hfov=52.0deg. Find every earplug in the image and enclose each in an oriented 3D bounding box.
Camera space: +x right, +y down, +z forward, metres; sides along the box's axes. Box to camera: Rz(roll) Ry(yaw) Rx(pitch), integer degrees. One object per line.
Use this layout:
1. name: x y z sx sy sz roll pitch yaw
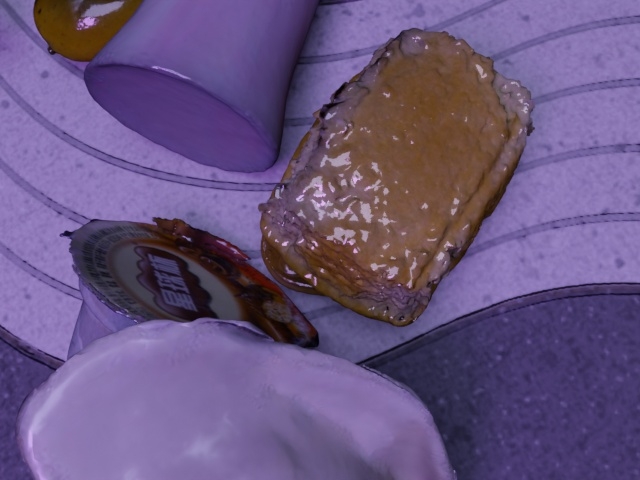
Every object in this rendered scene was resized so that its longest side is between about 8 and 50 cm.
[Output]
1. earplug: -0.070 -0.233 0.593 0.172 0.172 0.301 17 74 8

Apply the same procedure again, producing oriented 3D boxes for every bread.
1. bread: 0.070 -0.060 0.544 0.174 0.121 0.245 36 68 -4
2. bread: 0.000 0.000 0.594 0.110 0.024 0.110 0 73 1

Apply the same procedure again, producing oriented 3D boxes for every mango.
1. mango: -0.198 -0.233 0.641 0.161 0.076 0.103 -20 70 -8

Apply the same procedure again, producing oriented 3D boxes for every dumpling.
1. dumpling: -0.031 0.198 0.443 0.260 0.181 0.341 -22 92 -11

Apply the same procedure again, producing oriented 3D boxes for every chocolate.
1. chocolate: -0.120 0.087 0.532 0.221 0.221 0.147 29 110 10
